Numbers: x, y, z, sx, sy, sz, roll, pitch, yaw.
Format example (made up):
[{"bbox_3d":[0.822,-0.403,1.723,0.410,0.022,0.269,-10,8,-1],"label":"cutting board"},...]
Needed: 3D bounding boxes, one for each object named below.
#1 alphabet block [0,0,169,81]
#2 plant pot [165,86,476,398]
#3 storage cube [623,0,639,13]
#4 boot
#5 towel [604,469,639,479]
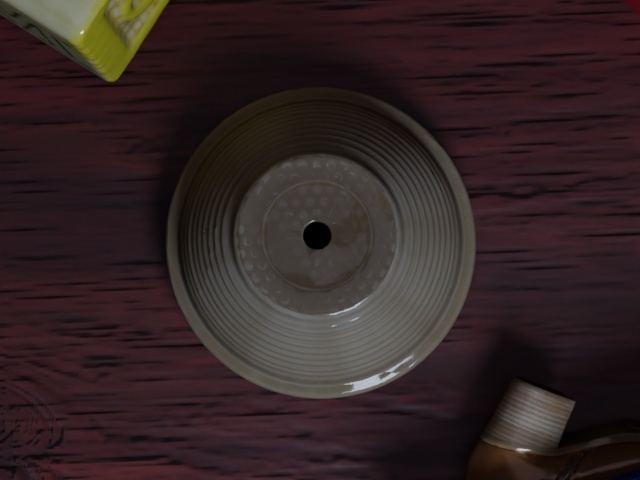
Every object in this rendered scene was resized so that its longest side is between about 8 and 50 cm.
[{"bbox_3d":[-0.193,-0.253,1.254,0.197,0.193,0.192,33,89,3],"label":"alphabet block"},{"bbox_3d":[0.000,0.000,1.276,0.237,0.110,0.237,0,87,0],"label":"plant pot"},{"bbox_3d":[0.327,-0.233,1.246,0.193,0.183,0.215,37,89,5],"label":"storage cube"},{"bbox_3d":[0.199,0.202,1.285,0.197,0.073,0.152,21,93,3],"label":"boot"},{"bbox_3d":[0.228,0.275,1.202,0.308,0.076,0.227,-19,78,6],"label":"towel"}]
